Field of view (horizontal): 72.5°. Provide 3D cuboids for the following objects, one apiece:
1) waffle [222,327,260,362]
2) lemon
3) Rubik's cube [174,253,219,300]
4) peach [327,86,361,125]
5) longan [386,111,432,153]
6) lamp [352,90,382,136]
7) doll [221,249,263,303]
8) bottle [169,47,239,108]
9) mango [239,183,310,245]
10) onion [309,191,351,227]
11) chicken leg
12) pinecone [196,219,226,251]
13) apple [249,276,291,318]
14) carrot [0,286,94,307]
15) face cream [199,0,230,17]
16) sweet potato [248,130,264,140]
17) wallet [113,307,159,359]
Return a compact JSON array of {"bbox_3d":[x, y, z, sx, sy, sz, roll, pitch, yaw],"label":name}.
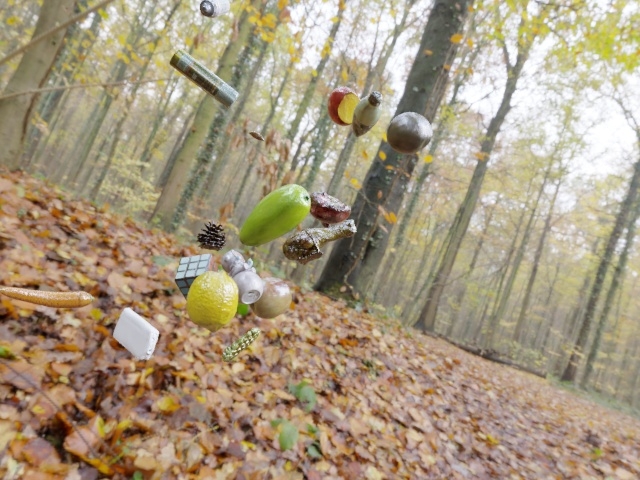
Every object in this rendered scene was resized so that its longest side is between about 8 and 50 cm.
[{"bbox_3d":[-0.312,0.414,1.727,0.036,0.183,0.169,48,-16,14],"label":"waffle"},{"bbox_3d":[-0.363,0.201,1.469,0.180,0.193,0.180,24,19,-9],"label":"lemon"},{"bbox_3d":[-0.590,0.179,2.117,0.162,0.163,0.161,-10,-50,5],"label":"Rubik's cube"},{"bbox_3d":[0.125,-0.683,2.221,0.190,0.190,0.192,22,-3,-11],"label":"peach"},{"bbox_3d":[0.392,-0.475,1.933,0.198,0.212,0.198,40,-32,33],"label":"longan"},{"bbox_3d":[0.171,-0.470,1.642,0.101,0.101,0.250,22,-22,-7],"label":"lamp"},{"bbox_3d":[-0.355,0.150,1.910,0.151,0.151,0.287,27,20,-47],"label":"doll"},{"bbox_3d":[-0.470,-0.657,1.780,0.286,0.082,0.082,35,-9,-17],"label":"bottle"},{"bbox_3d":[-0.191,-0.096,1.761,0.156,0.343,0.192,51,8,-36],"label":"mango"},{"bbox_3d":[0.037,-0.171,2.564,0.272,0.195,0.272,19,18,-6],"label":"onion"},{"bbox_3d":[-0.008,0.003,2.035,0.361,0.211,0.140,-17,-52,8],"label":"chicken leg"},{"bbox_3d":[-0.595,-0.029,2.398,0.162,0.165,0.163,5,-20,2],"label":"pinecone"},{"bbox_3d":[-0.299,0.325,2.538,0.257,0.234,0.257,48,-27,34],"label":"apple"},{"bbox_3d":[-0.892,0.190,1.432,0.271,0.062,0.066,10,-7,-35],"label":"carrot"},{"bbox_3d":[-0.507,-1.107,2.065,0.092,0.092,0.311,22,29,-9],"label":"face cream"},{"bbox_3d":[-0.318,-0.525,2.188,0.095,0.034,0.034,30,-4,10],"label":"sweet potato"},{"bbox_3d":[-0.510,0.258,1.201,0.190,0.095,0.033,21,0,39],"label":"wallet"}]
